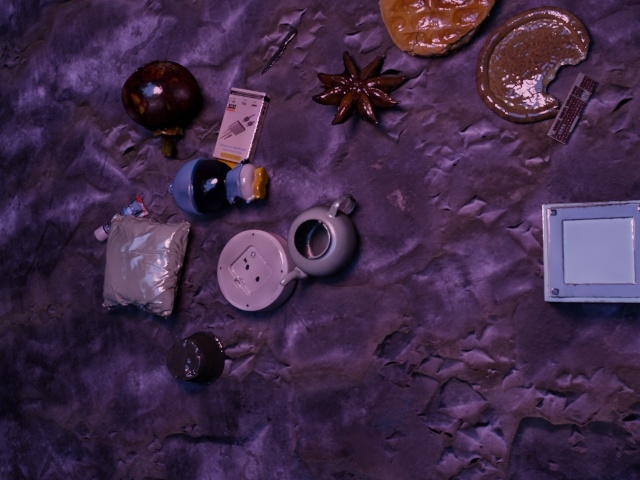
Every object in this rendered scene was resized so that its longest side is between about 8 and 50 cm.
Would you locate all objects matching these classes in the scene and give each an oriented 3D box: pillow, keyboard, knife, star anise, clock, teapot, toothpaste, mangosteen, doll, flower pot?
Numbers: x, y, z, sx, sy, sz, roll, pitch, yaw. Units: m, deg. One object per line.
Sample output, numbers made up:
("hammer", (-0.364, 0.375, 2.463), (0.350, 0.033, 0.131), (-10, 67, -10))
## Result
("pillow", (-0.530, 0.075, 1.913), (0.283, 0.138, 0.309), (3, 82, 24))
("keyboard", (0.601, -0.316, 1.511), (0.055, 0.017, 0.166), (26, 95, -3))
("knife", (-0.125, -0.558, 1.880), (0.170, 0.010, 0.023), (-47, 62, 14))
("star anise", (0.104, -0.393, 1.715), (0.272, 0.102, 0.272), (-3, 63, 6))
("clock", (-0.180, 0.086, 1.786), (0.230, 0.083, 0.230), (-3, 83, 27))
("teapot", (0.000, 0.000, 1.690), (0.193, 0.129, 0.294), (37, 100, 22))
("toothpaste", (-0.638, -0.063, 2.033), (0.193, 0.045, 0.071), (-35, 79, 10))
("mangosteen", (-0.470, -0.399, 1.922), (0.231, 0.231, 0.289), (-4, 115, 24))
("doll", (-0.307, -0.158, 1.842), (0.314, 0.141, 0.177), (0, 65, 19))
("flower pot", (-0.369, 0.343, 1.827), (0.157, 0.107, 0.157), (-2, 84, 25))

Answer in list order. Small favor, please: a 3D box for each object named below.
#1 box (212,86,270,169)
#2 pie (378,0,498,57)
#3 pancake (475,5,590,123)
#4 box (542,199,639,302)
("box", (-0.239, -0.330, 1.889), (0.129, 0.033, 0.247), (15, 90, 24))
("pie", (0.309, -0.643, 1.661), (0.339, 0.083, 0.339), (-4, 80, 25))
("pancake", (0.525, -0.433, 1.563), (0.288, 0.033, 0.286), (-26, 73, 19))
("box", (0.621, 0.028, 1.417), (0.225, 0.117, 0.225), (-2, 83, 24))
